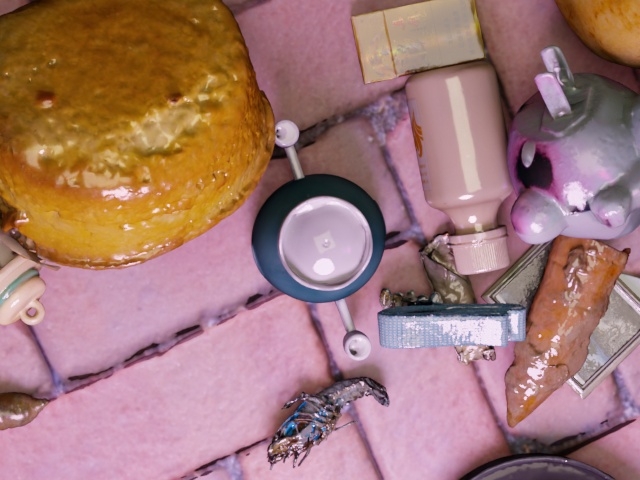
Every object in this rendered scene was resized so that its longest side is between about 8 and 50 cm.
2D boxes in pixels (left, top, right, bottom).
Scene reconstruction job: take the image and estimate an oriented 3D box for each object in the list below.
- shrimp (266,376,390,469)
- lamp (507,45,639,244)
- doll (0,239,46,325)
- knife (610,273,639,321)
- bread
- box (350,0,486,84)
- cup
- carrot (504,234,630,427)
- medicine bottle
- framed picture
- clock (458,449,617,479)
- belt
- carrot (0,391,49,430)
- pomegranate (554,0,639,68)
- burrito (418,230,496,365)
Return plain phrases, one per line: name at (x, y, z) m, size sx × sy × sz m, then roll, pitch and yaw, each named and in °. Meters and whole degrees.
shrimp at (0.001, 0.222, 1.819) m, size 0.174 × 0.076 × 0.082 m, roll -31°, pitch 135°, yaw -6°
lamp at (0.352, -0.123, 1.678) m, size 0.301 × 0.247 × 0.247 m, roll -13°, pitch 128°, yaw 29°
doll at (-0.461, 0.004, 1.744) m, size 0.271 × 0.144 × 0.208 m, roll 0°, pitch 72°, yaw -7°
knife at (0.437, 0.101, 1.850) m, size 0.260 × 0.034 × 0.063 m, roll 35°, pitch 92°, yaw -1°
bread at (-0.241, -0.150, 1.656) m, size 0.358 × 0.204 × 0.337 m, roll -32°, pitch 65°, yaw -15°
box at (0.121, -0.251, 1.815) m, size 0.156 × 0.022 × 0.089 m, roll -11°, pitch 93°, yaw -3°
cup at (0.000, 0.000, 1.744) m, size 0.168 × 0.173 × 0.299 m, roll -19°, pitch 94°, yaw -1°
carrot at (0.285, 0.111, 1.796) m, size 0.102 × 0.102 × 0.263 m, roll 24°, pitch 96°, yaw -5°
medicine bottle at (0.178, -0.086, 1.781) m, size 0.114 × 0.114 × 0.252 m, roll -11°, pitch 93°, yaw -3°
framed picture at (0.315, 0.086, 1.837) m, size 0.142 × 0.011 × 0.183 m, roll -44°, pitch 88°, yaw 1°
clock at (0.272, 0.425, 1.834) m, size 0.325 × 0.067 × 0.325 m, roll 0°, pitch 92°, yaw -4°
belt at (0.159, 0.099, 1.781) m, size 0.179 × 0.100 × 0.065 m, roll 0°, pitch 102°, yaw 4°
carrot at (-0.500, 0.221, 1.776) m, size 0.342 × 0.070 × 0.070 m, roll -4°, pitch 93°, yaw -5°
pomegranate at (0.397, -0.328, 1.726) m, size 0.260 × 0.260 × 0.260 m, roll 0°, pitch 93°, yaw -4°
burrito at (0.170, 0.075, 1.825) m, size 0.051 × 0.042 × 0.171 m, roll -21°, pitch 96°, yaw 3°
